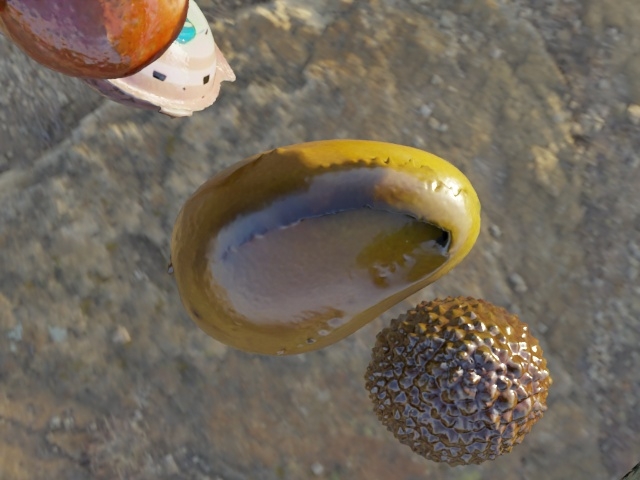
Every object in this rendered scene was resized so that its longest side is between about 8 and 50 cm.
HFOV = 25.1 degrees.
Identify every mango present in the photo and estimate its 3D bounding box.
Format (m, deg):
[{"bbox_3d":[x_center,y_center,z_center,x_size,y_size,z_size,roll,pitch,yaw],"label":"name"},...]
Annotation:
[{"bbox_3d":[0.000,0.000,1.037,0.236,0.136,0.166,-16,152,17],"label":"mango"}]

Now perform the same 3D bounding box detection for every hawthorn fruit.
[{"bbox_3d":[-0.140,-0.152,0.856,0.128,0.128,0.128,-5,108,-16],"label":"hawthorn fruit"}]

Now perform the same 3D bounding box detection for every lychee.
[{"bbox_3d":[0.145,0.150,1.535,0.200,0.238,0.200,1,79,-5],"label":"lychee"}]

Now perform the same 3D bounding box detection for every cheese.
[{"bbox_3d":[-0.176,-0.168,1.072,0.286,0.189,0.074,12,128,-47],"label":"cheese"}]

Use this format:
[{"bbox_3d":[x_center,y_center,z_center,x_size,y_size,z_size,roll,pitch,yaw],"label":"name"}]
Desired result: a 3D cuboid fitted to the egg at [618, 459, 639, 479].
[{"bbox_3d":[0.301,0.261,0.842,0.428,0.345,0.345,-36,114,-4],"label":"egg"}]
